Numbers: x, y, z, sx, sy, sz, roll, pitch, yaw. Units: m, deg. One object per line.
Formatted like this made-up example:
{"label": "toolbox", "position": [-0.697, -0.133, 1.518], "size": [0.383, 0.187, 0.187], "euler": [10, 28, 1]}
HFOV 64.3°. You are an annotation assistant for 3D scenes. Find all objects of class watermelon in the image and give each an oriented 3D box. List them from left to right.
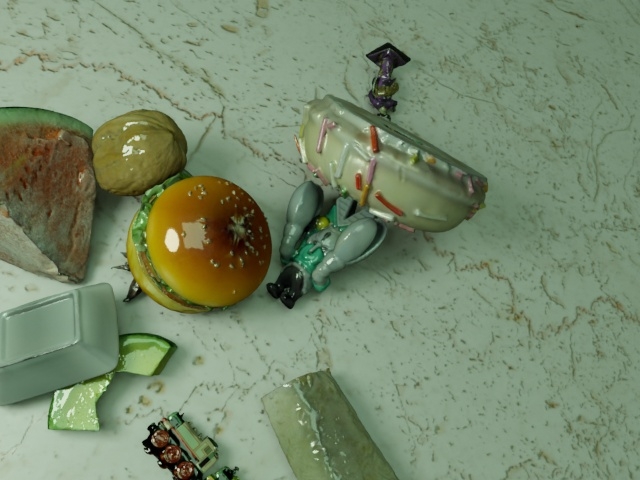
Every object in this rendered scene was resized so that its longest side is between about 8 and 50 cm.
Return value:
{"label": "watermelon", "position": [-0.521, -0.076, 0.862], "size": [0.250, 0.293, 0.283], "euler": [9, 22, 36]}

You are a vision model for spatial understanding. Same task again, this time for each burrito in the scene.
{"label": "burrito", "position": [0.030, 0.350, 0.812], "size": [0.143, 0.105, 0.299], "euler": [-25, 72, -28]}

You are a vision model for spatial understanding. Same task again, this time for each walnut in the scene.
{"label": "walnut", "position": [-0.307, -0.149, 0.867], "size": [0.149, 0.166, 0.167], "euler": [44, 52, -41]}

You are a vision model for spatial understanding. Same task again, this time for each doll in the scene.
{"label": "doll", "position": [0.019, 0.006, 0.941], "size": [0.194, 0.153, 0.258], "euler": [11, 64, 9]}

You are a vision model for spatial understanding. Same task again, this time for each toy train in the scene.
{"label": "toy train", "position": [-0.170, 0.367, 0.780], "size": [0.249, 0.053, 0.085], "euler": [44, 54, 8]}

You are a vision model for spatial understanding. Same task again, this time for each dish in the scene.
{"label": "dish", "position": [-0.430, 0.149, 0.764], "size": [0.234, 0.064, 0.154], "euler": [-19, 60, -2]}

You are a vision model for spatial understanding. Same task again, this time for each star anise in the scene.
{"label": "star anise", "position": [-0.302, 0.033, 0.891], "size": [0.124, 0.056, 0.129], "euler": [-12, 84, -18]}

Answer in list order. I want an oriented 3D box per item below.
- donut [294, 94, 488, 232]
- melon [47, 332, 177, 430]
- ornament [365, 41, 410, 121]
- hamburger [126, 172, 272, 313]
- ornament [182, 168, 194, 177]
{"label": "donut", "position": [0.128, -0.138, 0.958], "size": [0.382, 0.143, 0.383], "euler": [24, 18, -8]}
{"label": "melon", "position": [-0.334, 0.216, 0.801], "size": [0.118, 0.064, 0.209], "euler": [37, 64, -2]}
{"label": "ornament", "position": [0.155, -0.347, 1.198], "size": [0.081, 0.088, 0.203], "euler": [12, 73, -36]}
{"label": "hamburger", "position": [-0.189, 0.000, 0.843], "size": [0.246, 0.170, 0.246], "euler": [16, 66, -40]}
{"label": "ornament", "position": [-0.291, -0.127, 0.967], "size": [0.081, 0.075, 0.156], "euler": [-30, 77, -11]}
